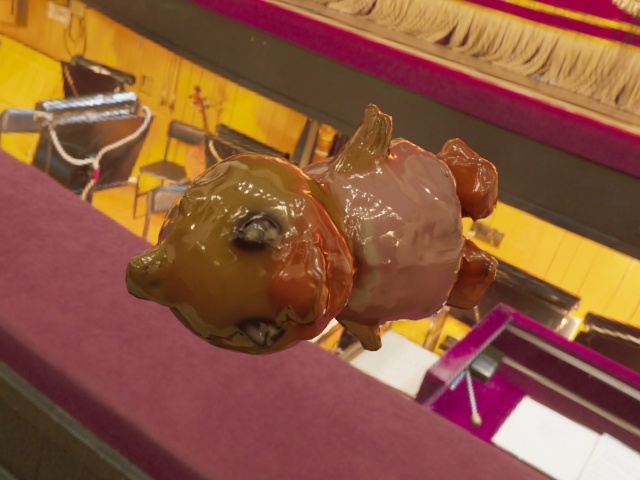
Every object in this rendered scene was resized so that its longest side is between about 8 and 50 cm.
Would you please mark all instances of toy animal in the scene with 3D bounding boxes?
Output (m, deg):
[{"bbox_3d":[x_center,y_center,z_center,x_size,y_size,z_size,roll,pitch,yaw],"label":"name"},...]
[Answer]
[{"bbox_3d":[-0.004,0.000,0.490,0.281,0.195,0.169,-14,19,-40],"label":"toy animal"}]
